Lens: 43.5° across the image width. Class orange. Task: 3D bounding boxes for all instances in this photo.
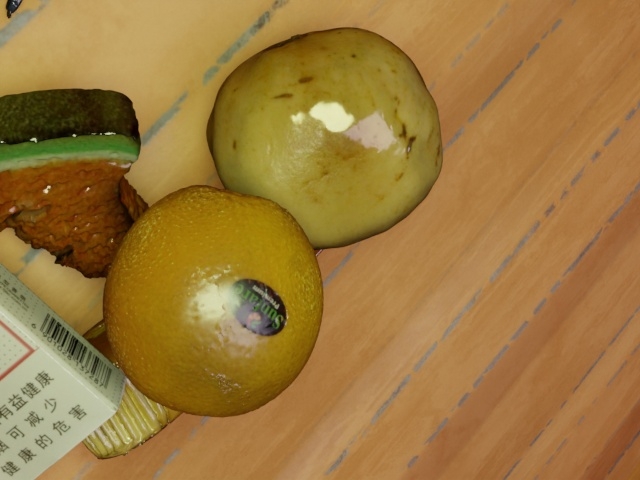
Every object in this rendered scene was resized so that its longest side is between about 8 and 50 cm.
[{"bbox_3d":[-0.125,0.070,0.950,0.274,0.274,0.274,-16,119,-32],"label":"orange"}]

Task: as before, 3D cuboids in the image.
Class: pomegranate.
[{"bbox_3d":[0.009,-0.134,1.113,0.332,0.332,0.333,-16,119,-32],"label":"pomegranate"}]

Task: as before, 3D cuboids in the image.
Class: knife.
[{"bbox_3d":[-0.342,-0.317,0.946,0.018,0.031,0.121,31,95,-42],"label":"knife"}]

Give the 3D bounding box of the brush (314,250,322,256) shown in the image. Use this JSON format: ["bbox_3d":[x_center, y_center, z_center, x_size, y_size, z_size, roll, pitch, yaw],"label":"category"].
[{"bbox_3d":[0.000,0.000,1.362,0.314,0.017,0.090,-49,134,-10],"label":"brush"}]

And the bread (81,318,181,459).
[{"bbox_3d":[-0.241,0.163,1.145,0.288,0.204,0.156,-34,104,-24],"label":"bread"}]

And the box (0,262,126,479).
[{"bbox_3d":[-0.421,0.135,0.935,0.210,0.095,0.330,-39,111,8],"label":"box"}]

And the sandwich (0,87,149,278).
[{"bbox_3d":[-0.317,-0.075,1.000,0.250,0.162,0.301,-13,140,1],"label":"sandwich"}]
